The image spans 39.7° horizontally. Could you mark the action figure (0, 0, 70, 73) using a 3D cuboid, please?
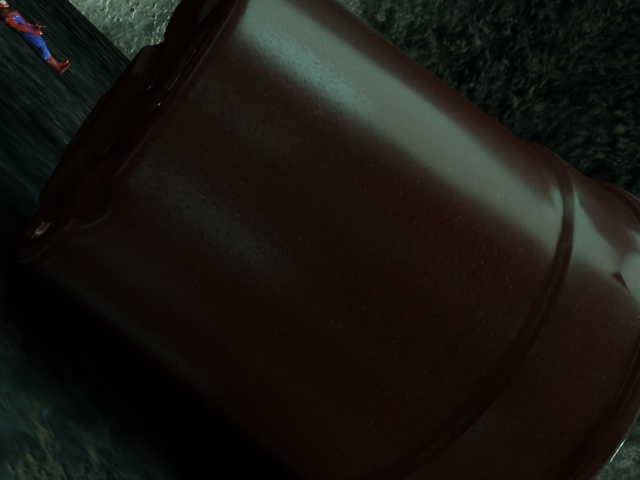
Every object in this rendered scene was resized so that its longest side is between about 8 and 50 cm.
[{"bbox_3d":[-0.365,-0.262,1.121,0.115,0.030,0.038,43,8,-31],"label":"action figure"}]

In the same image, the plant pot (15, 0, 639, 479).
[{"bbox_3d":[0.000,0.000,0.496,0.265,0.272,0.272,37,5,-22],"label":"plant pot"}]
